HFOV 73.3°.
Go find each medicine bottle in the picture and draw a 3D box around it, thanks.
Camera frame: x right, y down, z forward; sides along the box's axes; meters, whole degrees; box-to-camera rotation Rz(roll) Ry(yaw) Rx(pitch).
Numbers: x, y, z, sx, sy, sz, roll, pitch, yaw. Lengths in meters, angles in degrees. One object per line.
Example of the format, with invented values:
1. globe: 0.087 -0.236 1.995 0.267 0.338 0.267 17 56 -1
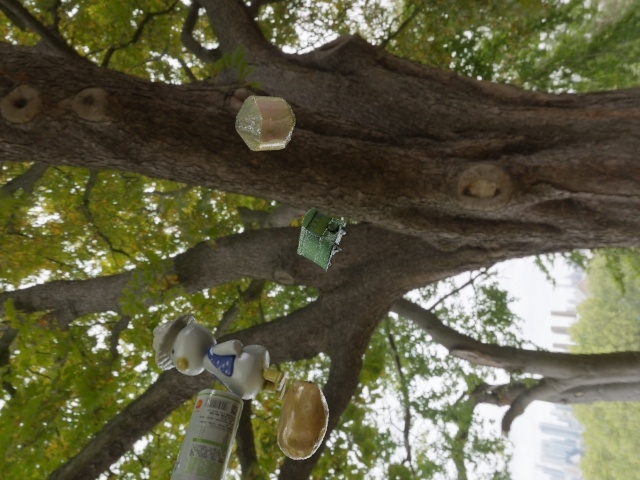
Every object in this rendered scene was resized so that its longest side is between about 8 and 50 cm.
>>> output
1. medicine bottle: -0.193 0.355 0.727 0.086 0.086 0.183 58 -147 -43

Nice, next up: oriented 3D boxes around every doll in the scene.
1. doll: -0.202 0.227 0.828 0.119 0.293 0.138 -53 -23 -47

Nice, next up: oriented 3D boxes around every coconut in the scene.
1. coconut: -0.157 -0.317 1.168 0.152 0.147 0.147 -11 -79 -33

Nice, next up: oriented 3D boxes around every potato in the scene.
1. potato: -0.039 0.419 1.007 0.118 0.109 0.178 17 -97 -64

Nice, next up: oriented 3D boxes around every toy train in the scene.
1. toy train: 0.000 0.000 0.556 0.038 0.056 0.093 -60 -8 -28
